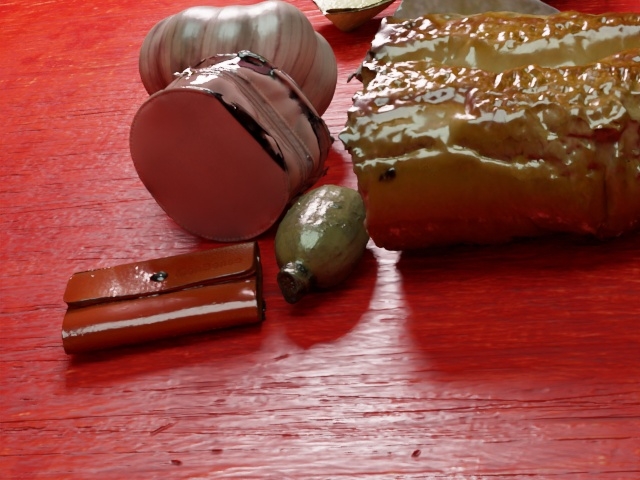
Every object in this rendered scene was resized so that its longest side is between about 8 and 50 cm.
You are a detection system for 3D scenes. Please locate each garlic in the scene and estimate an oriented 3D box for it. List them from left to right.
[{"bbox_3d":[-0.109,-0.164,1.878,0.245,0.245,0.253,1,68,23],"label":"garlic"}]

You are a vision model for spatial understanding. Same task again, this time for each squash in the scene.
[{"bbox_3d":[0.052,-0.360,2.255,0.184,0.085,0.192,-15,43,-18],"label":"squash"}]

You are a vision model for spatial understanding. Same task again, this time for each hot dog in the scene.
[{"bbox_3d":[0.236,-0.128,1.630,0.365,0.196,0.367,-6,33,17],"label":"hot dog"}]

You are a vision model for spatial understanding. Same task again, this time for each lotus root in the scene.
[{"bbox_3d":[0.000,-0.001,1.594,0.090,0.077,0.183,-1,27,21],"label":"lotus root"}]

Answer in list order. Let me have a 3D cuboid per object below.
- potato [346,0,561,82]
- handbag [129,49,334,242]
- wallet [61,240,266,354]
[{"bbox_3d":[0.194,-0.221,1.931,0.264,0.211,0.189,28,-7,5],"label":"potato"},{"bbox_3d":[-0.099,-0.106,1.715,0.179,0.205,0.116,-35,14,33],"label":"handbag"},{"bbox_3d":[-0.160,0.057,1.583,0.204,0.045,0.142,-10,27,3],"label":"wallet"}]
